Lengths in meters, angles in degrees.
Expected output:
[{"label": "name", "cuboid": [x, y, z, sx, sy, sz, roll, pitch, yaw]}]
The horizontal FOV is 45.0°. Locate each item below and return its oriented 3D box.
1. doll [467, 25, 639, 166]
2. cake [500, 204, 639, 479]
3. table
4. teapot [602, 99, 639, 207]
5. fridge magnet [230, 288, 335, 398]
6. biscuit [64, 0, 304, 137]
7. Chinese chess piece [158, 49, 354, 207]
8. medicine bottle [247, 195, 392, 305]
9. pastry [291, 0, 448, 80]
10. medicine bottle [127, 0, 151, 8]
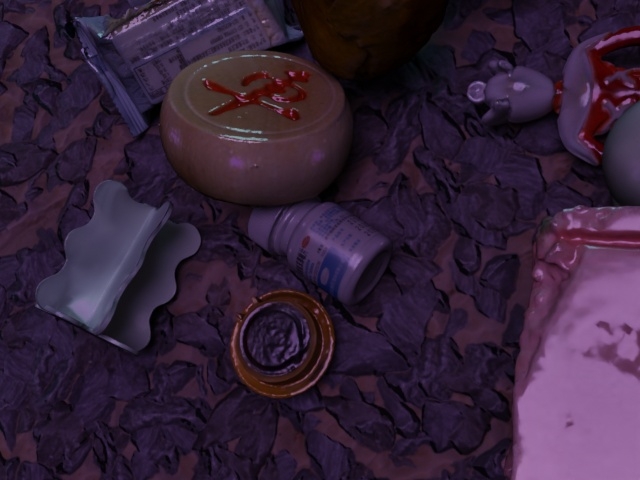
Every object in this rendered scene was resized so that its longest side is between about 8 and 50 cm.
[{"label": "doll", "cuboid": [0.370, -0.169, 0.934, 0.383, 0.099, 0.188, 7, 86, 14]}, {"label": "cake", "cuboid": [0.328, 0.145, 0.745, 0.293, 0.307, 0.314, 3, 76, 19]}, {"label": "table", "cuboid": [-0.268, 0.034, 1.044, 0.166, 0.166, 0.198, 21, 75, 21]}, {"label": "teapot", "cuboid": [0.455, -0.069, 0.791, 0.318, 0.220, 0.149, -2, 67, 7]}, {"label": "fridge magnet", "cuboid": [-0.051, 0.131, 0.994, 0.143, 0.063, 0.143, -5, 71, 16]}, {"label": "biscuit", "cuboid": [-0.188, -0.299, 1.105, 0.309, 0.186, 0.079, -26, 25, 11]}, {"label": "Chinese chess piece", "cuboid": [-0.081, -0.151, 0.994, 0.250, 0.097, 0.251, 3, 41, -3]}, {"label": "medicine bottle", "cuboid": [0.000, 0.000, 0.992, 0.168, 0.105, 0.105, 34, 87, 22]}, {"label": "pastry", "cuboid": [0.035, -0.369, 0.944, 0.163, 0.356, 0.356, -19, 70, -8]}, {"label": "medicine bottle", "cuboid": [-0.122, -0.431, 1.141, 0.351, 0.110, 0.110, -17, 71, 12]}]
